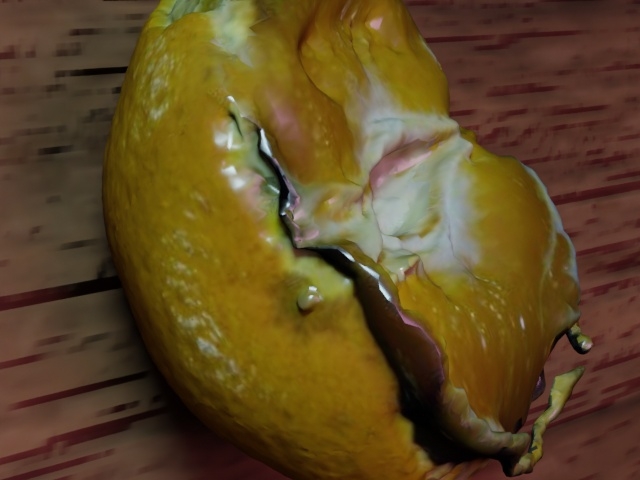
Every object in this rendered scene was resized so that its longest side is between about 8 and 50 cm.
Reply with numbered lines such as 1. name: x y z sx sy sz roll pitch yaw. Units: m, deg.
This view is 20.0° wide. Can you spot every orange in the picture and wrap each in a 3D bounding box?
1. orange: 0.000 0.000 0.515 0.160 0.112 0.170 36 26 -36
